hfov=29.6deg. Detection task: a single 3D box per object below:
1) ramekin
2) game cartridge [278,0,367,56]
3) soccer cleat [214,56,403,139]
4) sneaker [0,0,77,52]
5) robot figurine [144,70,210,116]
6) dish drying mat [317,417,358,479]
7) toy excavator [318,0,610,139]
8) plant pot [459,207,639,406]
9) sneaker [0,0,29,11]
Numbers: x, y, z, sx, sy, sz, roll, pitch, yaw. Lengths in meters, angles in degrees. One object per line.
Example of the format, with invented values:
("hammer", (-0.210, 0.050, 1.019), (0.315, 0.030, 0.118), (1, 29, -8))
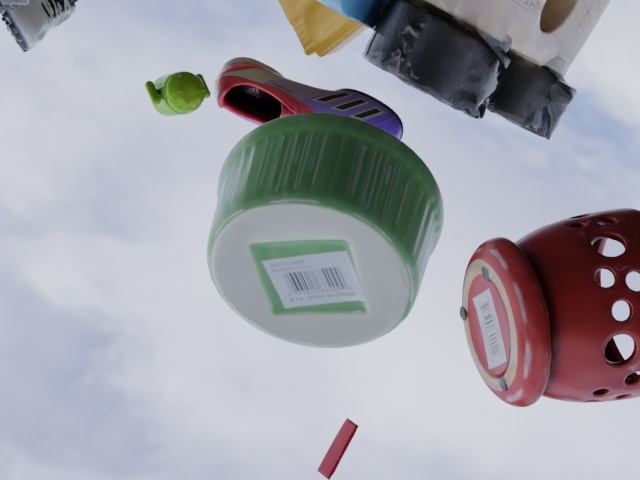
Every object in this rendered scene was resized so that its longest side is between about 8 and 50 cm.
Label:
("ramekin", (0.000, 0.000, 1.553), (0.303, 0.303, 0.148), (19, -135, -4))
("game cartridge", (0.002, -0.468, 1.821), (0.053, 0.285, 0.323), (-21, -96, -39))
("soccer cleat", (-0.021, -0.202, 1.960), (0.318, 0.108, 0.116), (19, -151, -4))
("sneaker", (-0.342, -0.296, 1.488), (0.086, 0.085, 0.237), (-23, -157, 8))
("robot figurine", (-0.223, -0.229, 1.888), (0.101, 0.067, 0.115), (-10, -174, -30))
("dish drying mat", (0.024, 0.283, 1.645), (0.008, 0.083, 0.032), (29, 178, -35))
("toy excavator", (0.002, -0.294, 0.971), (0.445, 0.222, 0.433), (35, -166, 28))
("plant pot", (0.245, 0.071, 1.198), (0.174, 0.191, 0.191), (-8, -146, -16))
("sneaker", (-0.280, -0.210, 1.000), (0.040, 0.043, 0.109), (-10, -175, 22))
